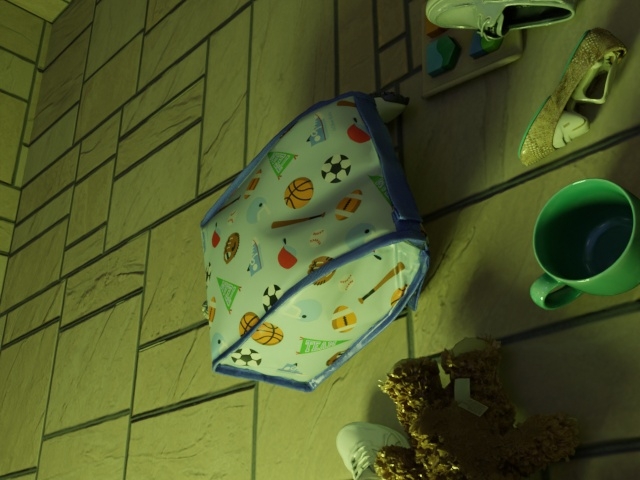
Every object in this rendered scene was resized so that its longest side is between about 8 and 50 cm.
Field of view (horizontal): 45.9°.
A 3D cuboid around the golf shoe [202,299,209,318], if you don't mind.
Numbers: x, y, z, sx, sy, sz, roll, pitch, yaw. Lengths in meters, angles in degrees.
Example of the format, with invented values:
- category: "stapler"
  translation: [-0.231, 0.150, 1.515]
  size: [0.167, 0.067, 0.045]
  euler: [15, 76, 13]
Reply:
- category: "golf shoe"
  translation: [-0.168, 0.141, 1.447]
  size: [0.086, 0.069, 0.176]
  euler: [-54, 41, 7]

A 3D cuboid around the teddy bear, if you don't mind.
- category: "teddy bear"
  translation: [0.182, 0.256, 0.926]
  size: [0.245, 0.113, 0.338]
  euler: [-26, 39, -9]

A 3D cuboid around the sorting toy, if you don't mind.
- category: "sorting toy"
  translation: [0.237, -0.351, 1.234]
  size: [0.193, 0.038, 0.208]
  euler: [-16, 60, 44]

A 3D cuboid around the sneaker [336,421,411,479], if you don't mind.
- category: "sneaker"
  translation: [0.081, 0.319, 1.034]
  size: [0.232, 0.115, 0.090]
  euler: [35, 99, 50]

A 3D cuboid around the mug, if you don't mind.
- category: "mug"
  translation: [0.328, 0.006, 0.914]
  size: [0.157, 0.097, 0.129]
  euler: [-28, 53, 39]

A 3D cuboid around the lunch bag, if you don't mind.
- category: "lunch bag"
  translation: [0.000, 0.000, 1.189]
  size: [0.385, 0.239, 0.328]
  euler: [-48, 40, 33]

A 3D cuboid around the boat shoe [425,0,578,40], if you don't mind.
- category: "boat shoe"
  translation: [0.266, -0.344, 1.123]
  size: [0.227, 0.079, 0.081]
  euler: [-4, 67, 23]

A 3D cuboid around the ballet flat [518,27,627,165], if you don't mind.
- category: "ballet flat"
  translation: [0.342, -0.186, 1.016]
  size: [0.067, 0.073, 0.206]
  euler: [34, 103, 36]

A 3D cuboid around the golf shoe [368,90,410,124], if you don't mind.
- category: "golf shoe"
  translation: [0.083, -0.197, 1.321]
  size: [0.198, 0.077, 0.094]
  euler: [-18, 71, 51]
